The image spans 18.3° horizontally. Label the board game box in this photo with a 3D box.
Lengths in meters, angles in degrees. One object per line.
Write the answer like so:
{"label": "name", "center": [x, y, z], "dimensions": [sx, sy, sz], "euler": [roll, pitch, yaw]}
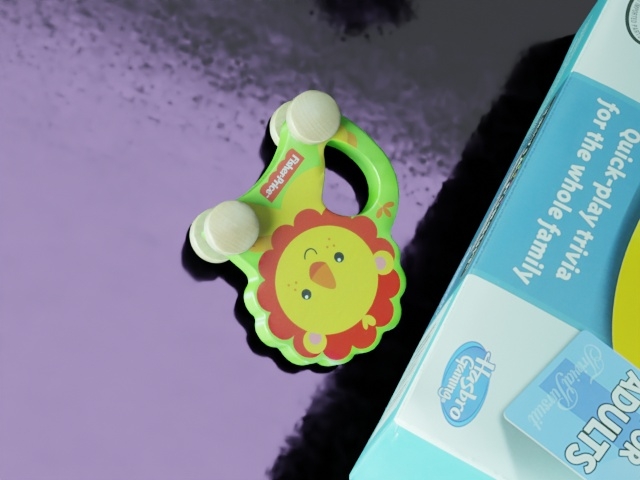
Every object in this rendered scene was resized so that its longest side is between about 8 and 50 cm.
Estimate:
{"label": "board game box", "center": [0.219, 0.065, 0.831], "dimensions": [0.336, 0.079, 0.254], "euler": [29, 62, 0]}

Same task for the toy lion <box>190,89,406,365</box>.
{"label": "toy lion", "center": [0.000, 0.000, 0.861], "dimensions": [0.096, 0.034, 0.100], "euler": [39, 72, -11]}
